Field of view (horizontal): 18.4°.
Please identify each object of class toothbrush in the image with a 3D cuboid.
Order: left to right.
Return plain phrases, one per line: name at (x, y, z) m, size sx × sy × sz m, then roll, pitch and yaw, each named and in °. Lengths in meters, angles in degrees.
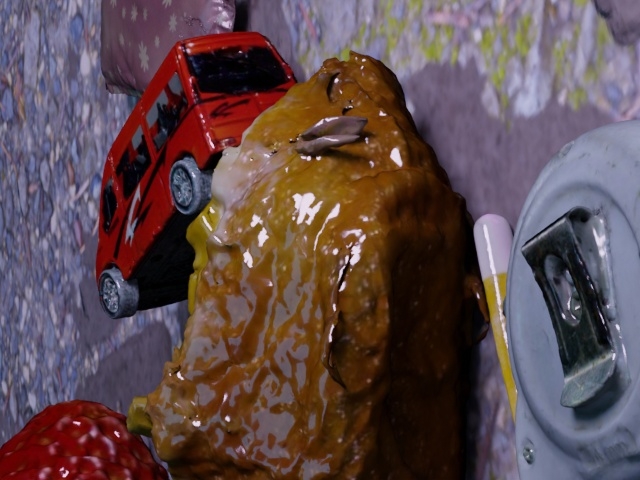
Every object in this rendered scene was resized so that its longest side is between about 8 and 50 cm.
toothbrush at (0.102, 0.122, 0.868) m, size 0.024 × 0.021 × 0.288 m, roll -35°, pitch 58°, yaw 47°

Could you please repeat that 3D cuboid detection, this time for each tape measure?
tape measure at (0.159, 0.002, 0.689) m, size 0.330 × 0.084 × 0.164 m, roll -45°, pitch 56°, yaw 56°

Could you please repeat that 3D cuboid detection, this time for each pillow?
pillow at (-0.099, -0.128, 1.235) m, size 0.185 × 0.043 × 0.118 m, roll 35°, pitch 120°, yaw 58°

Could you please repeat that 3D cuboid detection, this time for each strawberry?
strawberry at (-0.162, 0.207, 1.255) m, size 0.244 × 0.205 × 0.205 m, roll -87°, pitch 17°, yaw -48°

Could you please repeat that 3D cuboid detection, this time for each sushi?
sushi at (-0.009, 0.060, 0.948) m, size 0.179 × 0.167 × 0.296 m, roll 5°, pitch 102°, yaw 36°

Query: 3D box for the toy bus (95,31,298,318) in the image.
toy bus at (-0.076, -0.031, 1.134) m, size 0.195 × 0.081 × 0.089 m, roll -52°, pitch 56°, yaw 51°
